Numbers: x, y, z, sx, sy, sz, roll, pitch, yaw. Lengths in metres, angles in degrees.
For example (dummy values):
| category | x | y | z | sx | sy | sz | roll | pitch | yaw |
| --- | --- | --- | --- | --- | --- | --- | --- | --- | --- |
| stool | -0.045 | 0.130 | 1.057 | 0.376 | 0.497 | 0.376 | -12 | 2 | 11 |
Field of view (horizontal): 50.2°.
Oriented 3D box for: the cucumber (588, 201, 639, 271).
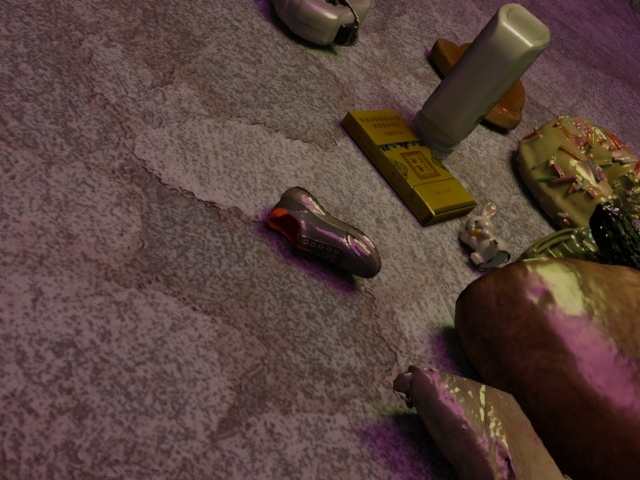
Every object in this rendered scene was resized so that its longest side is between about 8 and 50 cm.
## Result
| category | x | y | z | sx | sy | sz | roll | pitch | yaw |
| --- | --- | --- | --- | --- | --- | --- | --- | --- | --- |
| cucumber | 0.624 | 0.055 | 1.346 | 0.359 | 0.096 | 0.096 | 43 | 34 | -26 |

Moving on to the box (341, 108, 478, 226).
| category | x | y | z | sx | sy | sz | roll | pitch | yaw |
| --- | --- | --- | --- | --- | --- | --- | --- | --- | --- |
| box | 0.174 | -0.152 | 1.349 | 0.153 | 0.041 | 0.279 | -14 | 59 | -46 |

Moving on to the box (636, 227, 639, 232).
| category | x | y | z | sx | sy | sz | roll | pitch | yaw |
| --- | --- | --- | --- | --- | --- | --- | --- | --- | --- |
| box | 0.673 | 0.030 | 1.402 | 0.126 | 0.091 | 0.031 | 35 | 73 | 5 |

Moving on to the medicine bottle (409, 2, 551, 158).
| category | x | y | z | sx | sy | sz | roll | pitch | yaw |
| --- | --- | --- | --- | --- | --- | --- | --- | --- | --- |
| medicine bottle | 0.309 | -0.310 | 1.381 | 0.124 | 0.324 | 0.179 | 39 | 41 | 3 |

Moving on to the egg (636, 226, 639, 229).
| category | x | y | z | sx | sy | sz | roll | pitch | yaw |
| --- | --- | --- | --- | --- | --- | --- | --- | --- | --- |
| egg | 0.682 | 0.026 | 1.501 | 0.103 | 0.103 | 0.135 | -22 | 72 | -48 |

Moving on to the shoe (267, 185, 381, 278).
| category | x | y | z | sx | sy | sz | roll | pitch | yaw |
| --- | --- | --- | --- | --- | --- | --- | --- | --- | --- |
| shoe | 0.001 | 0.001 | 1.042 | 0.194 | 0.074 | 0.077 | 40 | 50 | 9 |

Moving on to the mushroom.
| category | x | y | z | sx | sy | sz | roll | pitch | yaw |
| --- | --- | --- | --- | --- | --- | --- | --- | --- | --- |
| mushroom | 0.398 | 0.226 | 0.986 | 0.314 | 0.224 | 0.397 | 14 | 44 | -30 |

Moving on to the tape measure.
| category | x | y | z | sx | sy | sz | roll | pitch | yaw |
| --- | --- | --- | --- | --- | --- | --- | --- | --- | --- |
| tape measure | -0.004 | -0.519 | 1.527 | 0.236 | 0.120 | 0.197 | 19 | 43 | -15 |

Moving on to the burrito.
| category | x | y | z | sx | sy | sz | roll | pitch | yaw |
| --- | --- | --- | --- | --- | --- | --- | --- | --- | --- |
| burrito | 0.241 | 0.296 | 0.894 | 0.347 | 0.107 | 0.175 | 52 | 25 | 15 |

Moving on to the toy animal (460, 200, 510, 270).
| category | x | y | z | sx | sy | sz | roll | pitch | yaw |
| --- | --- | --- | --- | --- | --- | --- | --- | --- | --- |
| toy animal | 0.306 | -0.009 | 1.276 | 0.085 | 0.071 | 0.124 | 4 | 49 | -34 |

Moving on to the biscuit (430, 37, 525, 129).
| category | x | y | z | sx | sy | sz | roll | pitch | yaw |
| --- | --- | --- | --- | --- | --- | --- | --- | --- | --- |
| biscuit | 0.408 | -0.421 | 1.786 | 0.287 | 0.057 | 0.343 | 30 | 39 | -9 |

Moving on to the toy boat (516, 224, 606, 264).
| category | x | y | z | sx | sy | sz | roll | pitch | yaw |
| --- | --- | --- | --- | --- | --- | --- | --- | --- | --- |
| toy boat | 0.489 | 0.037 | 1.366 | 0.276 | 0.084 | 0.111 | -17 | 65 | -42 |

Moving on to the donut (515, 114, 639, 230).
| category | x | y | z | sx | sy | sz | roll | pitch | yaw |
| --- | --- | --- | --- | --- | --- | --- | --- | --- | --- |
| donut | 0.623 | -0.166 | 1.614 | 0.371 | 0.150 | 0.307 | -11 | 58 | -43 |
